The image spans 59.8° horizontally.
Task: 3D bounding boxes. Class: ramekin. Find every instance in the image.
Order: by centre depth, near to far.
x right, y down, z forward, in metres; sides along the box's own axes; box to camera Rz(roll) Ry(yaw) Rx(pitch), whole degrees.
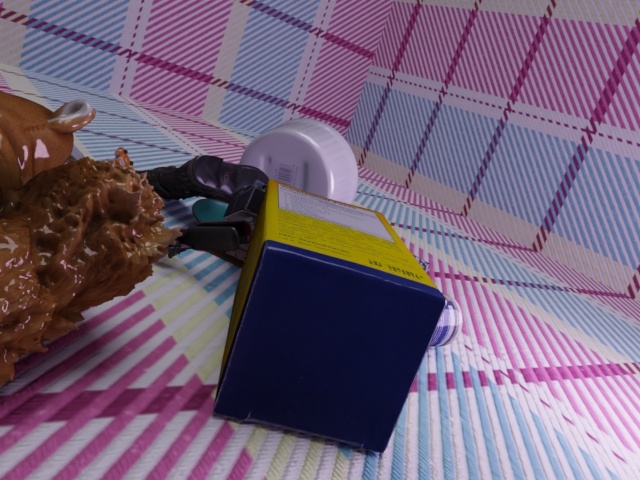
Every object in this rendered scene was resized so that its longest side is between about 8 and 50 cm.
[{"bbox_3d":[-0.061,-0.146,1.322,0.277,0.277,0.135,23,23,14],"label":"ramekin"}]

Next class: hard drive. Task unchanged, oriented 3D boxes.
[{"bbox_3d":[0.000,0.000,1.021,0.339,0.064,0.237,26,-9,-17],"label":"hard drive"}]

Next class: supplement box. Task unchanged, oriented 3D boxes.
[{"bbox_3d":[-0.005,0.068,0.722,0.194,0.195,0.356,17,15,-9],"label":"supplement box"}]

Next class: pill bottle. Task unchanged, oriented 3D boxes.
[{"bbox_3d":[0.144,0.126,0.908,0.170,0.094,0.094,8,18,-37],"label":"pill bottle"}]

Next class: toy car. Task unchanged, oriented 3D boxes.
[{"bbox_3d":[-0.468,-0.189,1.369,0.122,0.060,0.040,21,44,32],"label":"toy car"}]

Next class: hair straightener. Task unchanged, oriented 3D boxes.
[{"bbox_3d":[-0.229,-0.006,0.887,0.231,0.047,0.089,4,18,19],"label":"hair straightener"}]

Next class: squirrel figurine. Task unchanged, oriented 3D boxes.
[{"bbox_3d":[-0.358,-0.041,0.569,0.397,0.281,0.370,36,16,-1],"label":"squirrel figurine"}]

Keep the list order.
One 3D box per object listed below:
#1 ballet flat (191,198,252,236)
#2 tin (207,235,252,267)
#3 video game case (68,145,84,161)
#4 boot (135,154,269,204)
[{"bbox_3d":[-0.166,-0.026,1.165,0.213,0.072,0.068,19,-13,-5],"label":"ballet flat"},{"bbox_3d":[-0.137,0.021,1.058,0.190,0.040,0.106,23,10,15],"label":"tin"},{"bbox_3d":[-0.615,-0.215,1.133,0.207,0.026,0.227,13,-8,-9],"label":"video game case"},{"bbox_3d":[-0.255,-0.119,1.222,0.229,0.091,0.263,-4,-19,42],"label":"boot"}]
